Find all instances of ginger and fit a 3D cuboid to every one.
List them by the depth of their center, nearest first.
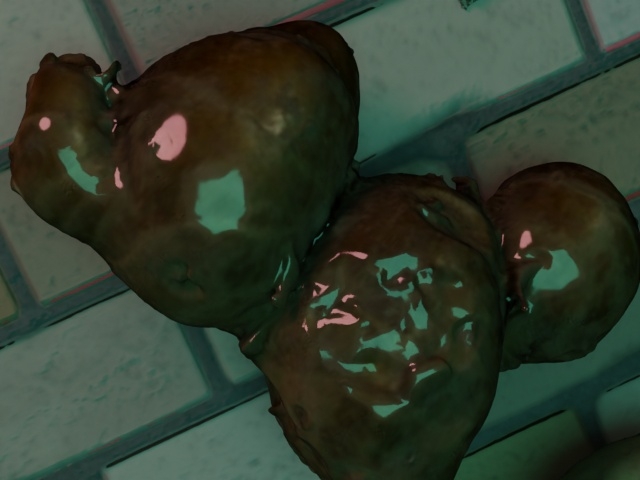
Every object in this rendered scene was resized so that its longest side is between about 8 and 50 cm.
[{"bbox_3d":[0.000,0.000,0.726,0.375,0.176,0.256,30,75,-11],"label":"ginger"}]

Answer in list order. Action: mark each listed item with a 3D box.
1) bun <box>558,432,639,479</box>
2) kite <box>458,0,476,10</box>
[{"bbox_3d":[0.218,0.239,0.804,0.243,0.153,0.244,2,78,-9],"label":"bun"},{"bbox_3d":[0.130,-0.256,0.776,0.321,0.016,0.234,15,96,-12],"label":"kite"}]
